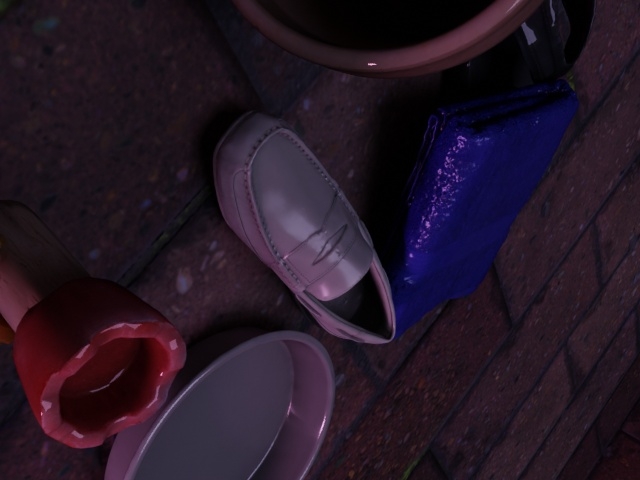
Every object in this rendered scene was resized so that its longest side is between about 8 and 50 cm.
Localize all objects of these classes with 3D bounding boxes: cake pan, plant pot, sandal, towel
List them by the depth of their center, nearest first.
[{"bbox_3d":[0.071,-0.242,0.637,0.263,0.263,0.229,-68,164,9],"label":"plant pot"},{"bbox_3d":[-0.102,0.214,0.861,0.293,0.054,0.293,-30,134,-37],"label":"cake pan"},{"bbox_3d":[0.235,-0.287,0.893,0.168,0.107,0.445,-28,133,-38],"label":"sandal"},{"bbox_3d":[0.156,-0.036,0.945,0.228,0.076,0.308,-24,146,-42],"label":"towel"}]

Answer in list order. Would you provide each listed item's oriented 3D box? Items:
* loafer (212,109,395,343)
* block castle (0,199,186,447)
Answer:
[{"bbox_3d":[0.000,0.000,0.791,0.112,0.111,0.319,-52,144,-13],"label":"loafer"},{"bbox_3d":[-0.300,0.167,0.389,0.453,0.213,0.303,-53,146,5],"label":"block castle"}]
